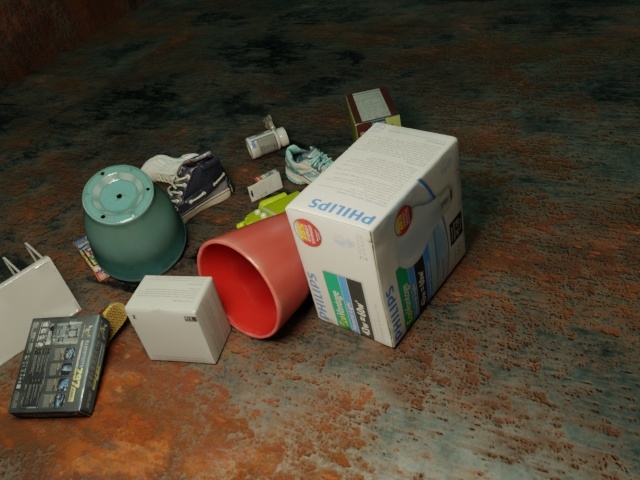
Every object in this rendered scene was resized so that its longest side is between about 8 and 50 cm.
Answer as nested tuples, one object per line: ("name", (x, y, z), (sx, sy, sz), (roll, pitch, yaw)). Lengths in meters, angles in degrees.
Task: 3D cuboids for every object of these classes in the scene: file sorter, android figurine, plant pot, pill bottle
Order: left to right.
("file sorter", (-0.823, 0.166, 1.605), (0.173, 0.193, 0.277), (24, 52, 40))
("plant pot", (-0.520, -0.061, 1.668), (0.271, 0.255, 0.272), (1, 63, -2))
("pill bottle", (-0.183, -0.340, 2.121), (0.137, 0.078, 0.078), (-22, 40, -11))
("plant pot", (-0.120, 0.064, 1.495), (0.275, 0.275, 0.243), (21, 40, 35))
("android figurine", (-0.110, -0.084, 1.768), (0.273, 0.056, 0.248), (-24, 20, -13))

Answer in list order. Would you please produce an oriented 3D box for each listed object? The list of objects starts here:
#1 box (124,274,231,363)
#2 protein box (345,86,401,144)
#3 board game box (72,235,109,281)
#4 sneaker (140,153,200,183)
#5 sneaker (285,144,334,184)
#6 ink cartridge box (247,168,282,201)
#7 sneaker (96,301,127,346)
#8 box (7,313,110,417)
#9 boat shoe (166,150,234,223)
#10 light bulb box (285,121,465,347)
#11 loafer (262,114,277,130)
("box", (-0.331, 0.186, 1.447), (0.181, 0.182, 0.119), (1, 39, 16))
("protein box", (0.173, -0.338, 1.921), (0.136, 0.200, 0.201), (-12, 39, 1))
("board game box", (-0.635, 0.027, 1.832), (0.146, 0.045, 0.193), (-31, 42, -21))
("sneaker", (-0.506, -0.229, 2.074), (0.232, 0.090, 0.115), (-10, 42, 6))
("sneaker", (-0.007, -0.220, 1.892), (0.283, 0.122, 0.110), (20, 50, 34))
("ink cartridge box", (-0.179, -0.173, 1.931), (0.115, 0.063, 0.029), (-28, 42, -18))
("sneaker", (-0.562, 0.236, 1.554), (0.185, 0.069, 0.084), (-50, 17, -21))
("box", (-0.607, 0.293, 1.436), (0.183, 0.059, 0.233), (-5, 61, 11))
("boat shoe", (-0.438, -0.150, 1.900), (0.340, 0.158, 0.127), (-35, 44, -25))
("light bulb box", (0.147, -0.020, 1.421), (0.225, 0.358, 0.361), (18, 49, 34))
("loafer", (-0.188, -0.425, 2.260), (0.039, 0.045, 0.125), (-30, 32, 6))
